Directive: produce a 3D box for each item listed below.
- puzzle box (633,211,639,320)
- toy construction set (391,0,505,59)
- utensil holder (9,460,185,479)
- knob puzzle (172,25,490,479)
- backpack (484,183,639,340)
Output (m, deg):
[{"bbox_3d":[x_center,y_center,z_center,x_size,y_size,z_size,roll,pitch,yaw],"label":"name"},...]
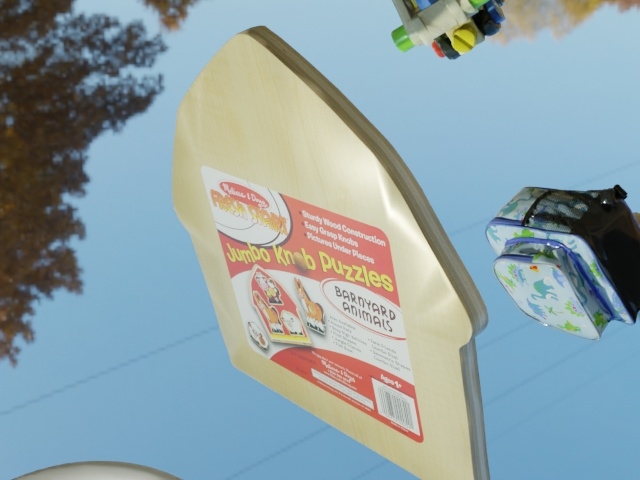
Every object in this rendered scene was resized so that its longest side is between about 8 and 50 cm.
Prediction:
[{"bbox_3d":[0.401,0.165,0.748,0.052,0.409,0.272,-40,-159,-5],"label":"puzzle box"},{"bbox_3d":[0.143,-0.341,1.142,0.151,0.215,0.327,-23,-156,41],"label":"toy construction set"},{"bbox_3d":[-0.151,0.400,0.822,0.328,0.385,0.327,-5,-119,8],"label":"utensil holder"},{"bbox_3d":[0.000,0.000,0.407,0.030,0.213,0.213,-31,-140,-30],"label":"knob puzzle"},{"bbox_3d":[0.176,0.013,0.697,0.084,0.105,0.114,-46,-152,-14],"label":"backpack"}]
